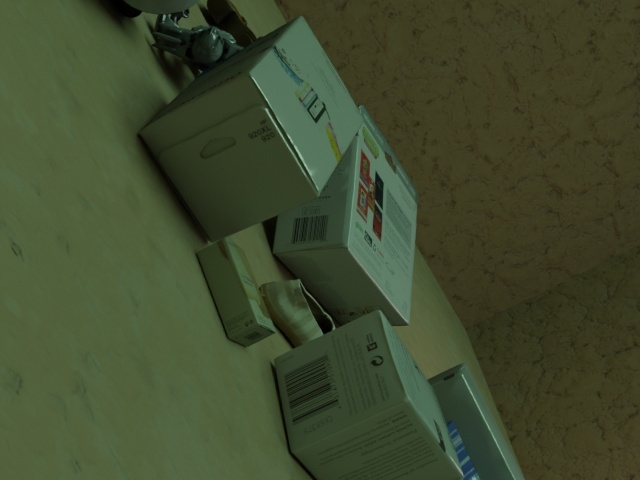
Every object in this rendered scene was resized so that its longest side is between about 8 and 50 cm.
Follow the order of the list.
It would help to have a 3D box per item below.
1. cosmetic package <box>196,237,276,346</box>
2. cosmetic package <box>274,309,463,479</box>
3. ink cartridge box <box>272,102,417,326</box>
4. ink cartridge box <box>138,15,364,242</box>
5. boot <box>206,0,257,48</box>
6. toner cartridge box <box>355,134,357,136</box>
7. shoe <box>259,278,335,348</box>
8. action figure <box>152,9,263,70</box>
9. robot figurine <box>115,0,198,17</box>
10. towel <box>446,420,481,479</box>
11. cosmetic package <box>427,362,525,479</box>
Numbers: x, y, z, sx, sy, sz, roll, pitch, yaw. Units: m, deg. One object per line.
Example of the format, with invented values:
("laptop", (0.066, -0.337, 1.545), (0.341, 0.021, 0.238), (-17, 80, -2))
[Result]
("cosmetic package", (-0.097, 0.060, 1.153), (0.115, 0.041, 0.060), (66, 10, 21))
("cosmetic package", (0.058, 0.217, 1.215), (0.183, 0.151, 0.151), (55, 13, -40))
("ink cartridge box", (0.054, -0.035, 1.677), (0.309, 0.130, 0.272), (51, 40, -54))
("ink cartridge box", (-0.078, -0.141, 1.246), (0.168, 0.171, 0.232), (58, 28, -17))
("boot", (-0.161, -0.406, 2.033), (0.152, 0.073, 0.197), (-11, 76, -85))
("toner cartridge box", (0.048, -0.139, 2.125), (0.075, 0.165, 0.348), (49, 17, -59))
("shoe", (-0.011, 0.124, 1.387), (0.219, 0.058, 0.076), (53, 13, -45))
("action figure", (-0.162, -0.293, 1.527), (0.185, 0.099, 0.285), (28, 1, -2))
("robot figurine", (-0.201, -0.409, 1.286), (0.173, 0.278, 0.209), (32, 57, -9))
("towel", (0.246, 0.479, 1.614), (0.243, 0.040, 0.336), (-17, 79, -60))
("cosmetic package", (0.283, 0.432, 1.834), (0.385, 0.156, 0.217), (63, 8, 8))
